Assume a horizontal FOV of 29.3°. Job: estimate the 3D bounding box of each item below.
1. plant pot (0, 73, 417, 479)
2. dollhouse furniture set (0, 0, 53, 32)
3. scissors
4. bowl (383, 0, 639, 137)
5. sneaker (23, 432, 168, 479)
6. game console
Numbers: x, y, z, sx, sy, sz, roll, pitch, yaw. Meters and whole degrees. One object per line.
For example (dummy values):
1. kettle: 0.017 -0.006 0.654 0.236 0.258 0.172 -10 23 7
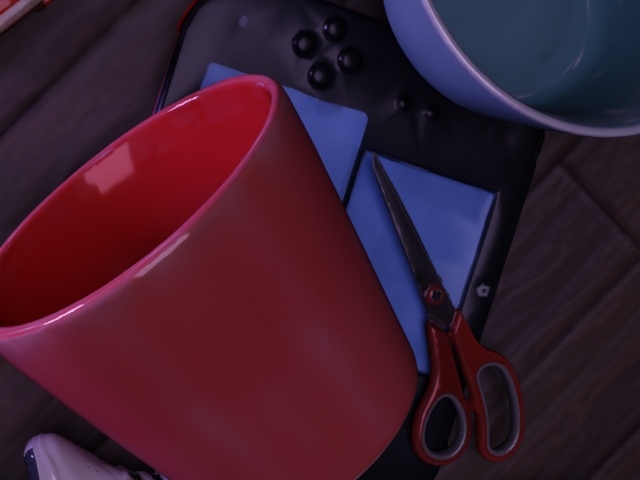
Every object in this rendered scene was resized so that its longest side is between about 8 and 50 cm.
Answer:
1. plant pot: -0.070 0.055 0.892 0.275 0.275 0.243 -40 114 -5
2. dollhouse furniture set: -0.312 -0.260 0.911 0.262 0.135 0.259 -39 102 -6
3. scissors: 0.112 0.059 1.063 0.109 0.021 0.297 -13 101 -14
4. bowl: 0.171 -0.218 0.985 0.311 0.163 0.312 4 80 -21
5. sneaker: -0.119 0.209 1.016 0.153 0.094 0.235 -41 103 4
6. game console: 0.000 0.000 1.048 0.341 0.060 0.387 17 93 -13
